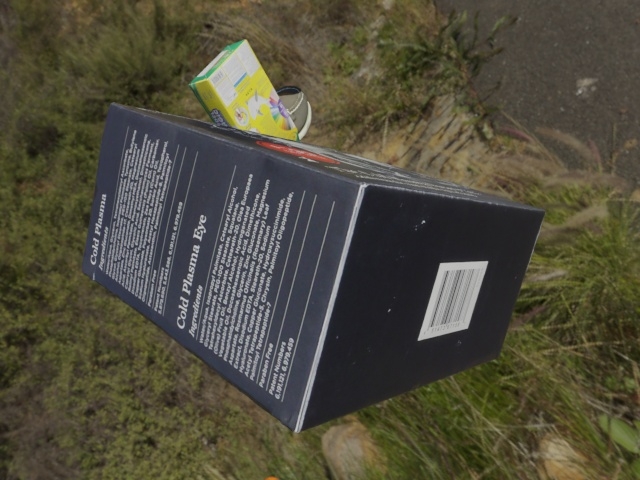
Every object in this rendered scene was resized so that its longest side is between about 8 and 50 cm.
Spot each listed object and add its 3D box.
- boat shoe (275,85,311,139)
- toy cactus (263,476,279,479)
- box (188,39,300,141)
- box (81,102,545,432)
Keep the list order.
[{"bbox_3d":[-0.105,-0.193,0.938,0.109,0.091,0.305,10,44,26],"label":"boat shoe"},{"bbox_3d":[-0.115,0.289,0.483,0.180,0.219,0.112,-35,70,30],"label":"toy cactus"},{"bbox_3d":[-0.098,-0.177,0.786,0.043,0.179,0.105,-2,44,39],"label":"box"},{"bbox_3d":[0.000,0.000,0.564,0.312,0.343,0.179,22,103,37],"label":"box"}]
